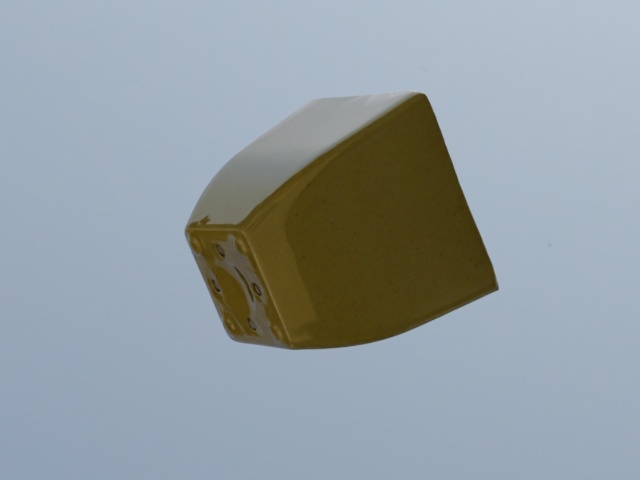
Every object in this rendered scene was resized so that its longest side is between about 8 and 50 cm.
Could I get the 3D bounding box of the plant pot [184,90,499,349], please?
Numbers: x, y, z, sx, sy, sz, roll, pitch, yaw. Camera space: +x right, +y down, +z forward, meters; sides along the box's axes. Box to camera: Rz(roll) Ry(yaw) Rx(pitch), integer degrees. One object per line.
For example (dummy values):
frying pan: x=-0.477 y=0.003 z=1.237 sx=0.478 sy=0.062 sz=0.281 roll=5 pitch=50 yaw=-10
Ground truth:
plant pot: x=0.000 y=0.000 z=0.639 sx=0.083 sy=0.081 sz=0.082 roll=-31 pitch=-73 yaw=-28
